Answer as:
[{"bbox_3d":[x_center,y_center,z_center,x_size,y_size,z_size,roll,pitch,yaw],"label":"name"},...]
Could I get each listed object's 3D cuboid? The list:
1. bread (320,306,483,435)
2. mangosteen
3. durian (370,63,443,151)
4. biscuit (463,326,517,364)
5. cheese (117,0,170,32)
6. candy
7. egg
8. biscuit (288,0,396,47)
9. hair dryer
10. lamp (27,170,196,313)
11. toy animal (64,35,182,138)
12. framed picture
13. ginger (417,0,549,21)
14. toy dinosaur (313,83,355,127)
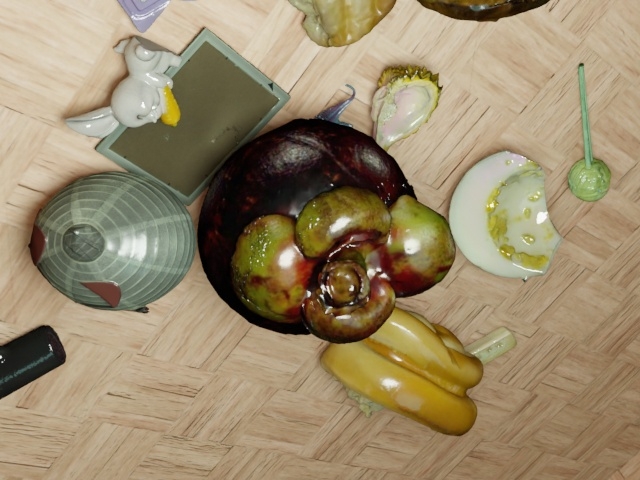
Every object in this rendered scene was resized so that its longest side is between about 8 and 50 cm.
[{"bbox_3d":[0.196,0.298,1.967,0.424,0.328,0.245,30,70,-42],"label":"bread"},{"bbox_3d":[0.003,-0.021,1.408,0.380,0.421,0.381,1,89,-31],"label":"mangosteen"},{"bbox_3d":[0.131,-0.235,1.538,0.140,0.078,0.224,-11,145,-36],"label":"durian"},{"bbox_3d":[0.402,0.280,2.155,0.188,0.052,0.056,-28,120,-4],"label":"biscuit"},{"bbox_3d":[-0.205,-0.385,1.240,0.190,0.042,0.105,-30,135,0],"label":"cheese"},{"bbox_3d":[0.556,-0.221,1.783,0.093,0.092,0.336,-16,128,2],"label":"candy"},{"bbox_3d":[0.378,-0.063,1.761,0.206,0.162,0.271,-11,105,24],"label":"egg"},{"bbox_3d":[0.031,-0.431,1.291,0.213,0.091,0.274,-25,134,-2],"label":"biscuit"},{"bbox_3d":[-0.595,0.179,1.513,0.197,0.089,0.251,-27,130,-4],"label":"hair dryer"},{"bbox_3d":[-0.336,0.000,1.373,0.233,0.265,0.233,20,90,-77],"label":"lamp"},{"bbox_3d":[-0.291,-0.220,1.316,0.182,0.127,0.131,-64,165,14],"label":"toy animal"},{"bbox_3d":[-0.208,-0.198,1.424,0.273,0.016,0.216,-44,134,12],"label":"framed picture"},{"bbox_3d":[0.295,-0.439,1.376,0.321,0.172,0.165,-6,93,-22],"label":"ginger"},{"bbox_3d":[0.023,-0.197,1.529,0.080,0.045,0.197,10,133,-24],"label":"toy dinosaur"}]
